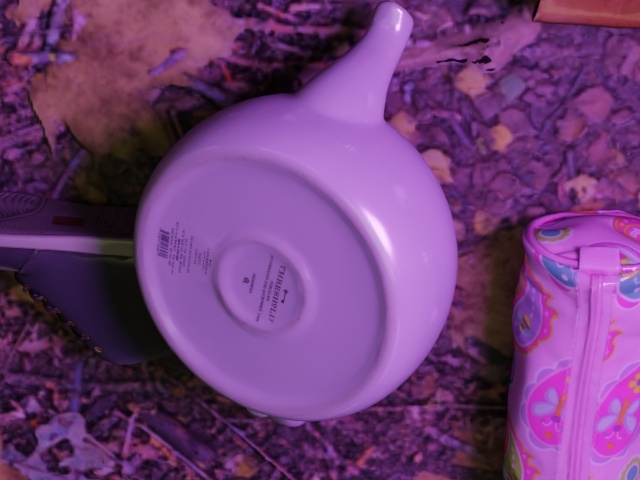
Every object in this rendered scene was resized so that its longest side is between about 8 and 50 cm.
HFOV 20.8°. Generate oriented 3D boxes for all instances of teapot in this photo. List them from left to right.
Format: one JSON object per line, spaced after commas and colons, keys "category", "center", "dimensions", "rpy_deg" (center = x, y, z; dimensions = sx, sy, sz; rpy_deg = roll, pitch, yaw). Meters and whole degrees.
{"category": "teapot", "center": [0.000, 0.000, 1.276], "dimensions": [0.256, 0.187, 0.252], "rpy_deg": [-26, 99, 35]}

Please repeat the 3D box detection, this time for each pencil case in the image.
{"category": "pencil case", "center": [0.204, 0.118, 1.350], "dimensions": [0.124, 0.124, 0.284], "rpy_deg": [4, 114, 2]}

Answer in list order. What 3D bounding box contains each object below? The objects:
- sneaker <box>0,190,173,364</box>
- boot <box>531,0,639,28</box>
{"category": "sneaker", "center": [-0.208, 0.034, 1.356], "dimensions": [0.222, 0.083, 0.118], "rpy_deg": [6, 115, 0]}
{"category": "boot", "center": [0.289, -0.142, 1.209], "dimensions": [0.280, 0.096, 0.264], "rpy_deg": [9, 99, -1]}
